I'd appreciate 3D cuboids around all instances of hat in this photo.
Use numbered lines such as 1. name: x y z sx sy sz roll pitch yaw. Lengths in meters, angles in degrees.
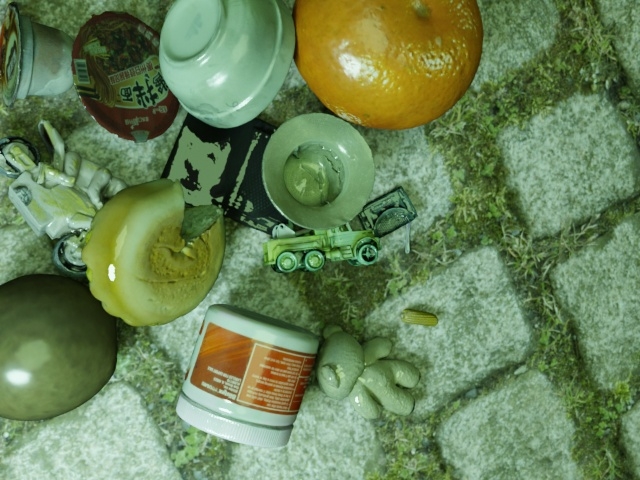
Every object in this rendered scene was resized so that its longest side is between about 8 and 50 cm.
1. hat: -0.018 -0.143 1.538 0.257 0.130 0.257 2 85 -17

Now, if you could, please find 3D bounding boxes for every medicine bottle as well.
1. medicine bottle: -0.151 0.278 1.474 0.252 0.252 0.241 18 86 -12

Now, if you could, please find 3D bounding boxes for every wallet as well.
1. wallet: -0.175 -0.160 1.576 0.322 0.041 0.247 23 83 -12
2. wallet: 0.158 -0.062 1.650 0.129 0.026 0.088 -28 95 -4

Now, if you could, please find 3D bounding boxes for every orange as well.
1. orange: 0.137 -0.438 1.497 0.423 0.326 0.424 3 83 -28

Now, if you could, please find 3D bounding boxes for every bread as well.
1. bread: -0.341 0.025 1.424 0.160 0.333 0.333 16 85 32

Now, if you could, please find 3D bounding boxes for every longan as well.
1. longan: -0.550 0.209 1.383 0.297 0.297 0.297 0 90 -12

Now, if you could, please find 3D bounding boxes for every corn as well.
1. corn: 0.237 0.185 1.670 0.092 0.037 0.037 12 88 -15

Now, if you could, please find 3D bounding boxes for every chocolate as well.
1. chocolate: -0.576 -0.376 1.438 0.147 0.221 0.221 -5 91 -39

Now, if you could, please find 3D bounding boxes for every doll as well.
1. doll: 0.102 0.318 1.612 0.278 0.175 0.149 26 123 -20

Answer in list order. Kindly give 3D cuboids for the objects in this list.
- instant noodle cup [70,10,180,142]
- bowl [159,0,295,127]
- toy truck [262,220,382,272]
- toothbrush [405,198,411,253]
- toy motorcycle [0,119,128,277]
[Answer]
1. instant noodle cup: -0.425 -0.333 1.464 0.274 0.090 0.274 9 79 -52
2. bowl: -0.212 -0.399 1.421 0.163 0.307 0.307 23 84 -54
3. toy truck: 0.003 0.003 1.573 0.259 0.128 0.135 -2 86 -13
4. toothbrush: 0.211 -0.034 1.675 0.011 0.013 0.131 2 91 -10
5. toy motorcycle: -0.519 -0.098 1.453 0.223 0.108 0.341 -34 86 -32
